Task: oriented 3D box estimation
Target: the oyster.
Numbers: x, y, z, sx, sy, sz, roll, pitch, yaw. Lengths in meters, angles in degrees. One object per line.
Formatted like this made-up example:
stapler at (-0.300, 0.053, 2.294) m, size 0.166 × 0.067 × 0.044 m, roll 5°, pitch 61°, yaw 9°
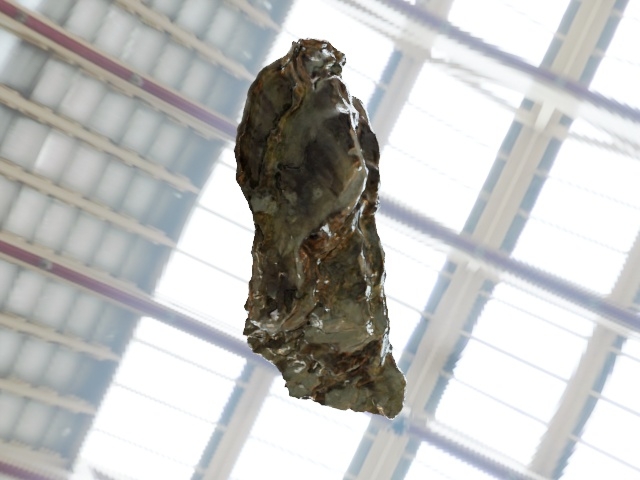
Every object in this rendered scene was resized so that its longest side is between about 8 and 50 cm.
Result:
oyster at (-0.003, 0.000, 0.845) m, size 0.087 × 0.199 × 0.252 m, roll 8°, pitch -85°, yaw 24°
